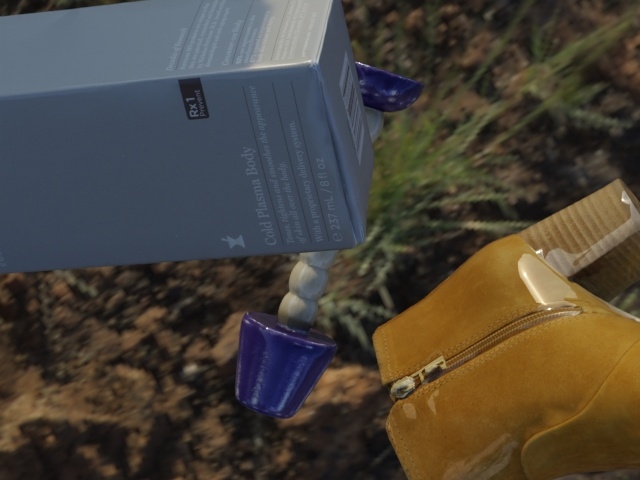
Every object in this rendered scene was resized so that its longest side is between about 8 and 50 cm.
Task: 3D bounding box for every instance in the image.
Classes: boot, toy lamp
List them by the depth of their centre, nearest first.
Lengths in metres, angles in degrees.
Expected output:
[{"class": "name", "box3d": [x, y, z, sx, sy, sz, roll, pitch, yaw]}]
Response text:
[{"class": "boot", "box3d": [0.155, 0.117, 1.050, 0.104, 0.211, 0.295, 37, 21, -46]}, {"class": "toy lamp", "box3d": [0.000, 0.000, 1.323, 0.080, 0.080, 0.274, 15, 96, -23]}]

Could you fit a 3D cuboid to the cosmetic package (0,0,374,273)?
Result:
[{"class": "cosmetic package", "box3d": [-0.097, -0.062, 0.987, 0.107, 0.238, 0.127, -81, 160, -53]}]
